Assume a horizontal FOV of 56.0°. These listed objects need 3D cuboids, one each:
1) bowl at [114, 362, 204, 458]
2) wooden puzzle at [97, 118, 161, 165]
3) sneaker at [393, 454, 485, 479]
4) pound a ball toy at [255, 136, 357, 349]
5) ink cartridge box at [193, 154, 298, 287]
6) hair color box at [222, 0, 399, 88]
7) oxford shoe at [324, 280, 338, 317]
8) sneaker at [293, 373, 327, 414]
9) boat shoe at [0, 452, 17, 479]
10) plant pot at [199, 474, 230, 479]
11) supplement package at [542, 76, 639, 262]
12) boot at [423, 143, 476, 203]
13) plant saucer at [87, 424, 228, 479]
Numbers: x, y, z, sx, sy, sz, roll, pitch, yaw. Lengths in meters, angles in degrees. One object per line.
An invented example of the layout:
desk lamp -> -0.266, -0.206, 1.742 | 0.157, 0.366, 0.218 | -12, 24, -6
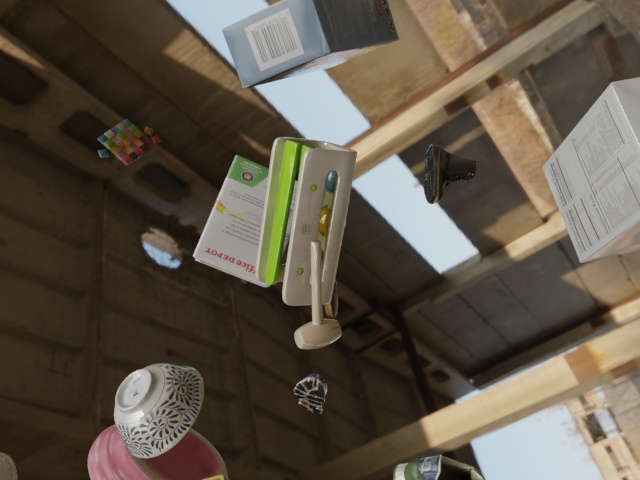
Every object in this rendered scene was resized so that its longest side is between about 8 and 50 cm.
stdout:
bowl -> -0.286, 0.266, 1.004 | 0.080, 0.170, 0.170 | 53, -163, -39
wooden puzzle -> -0.242, -0.124, 0.755 | 0.049, 0.006, 0.083 | 43, -129, -2
sneaker -> 0.197, 0.347, 0.809 | 0.192, 0.086, 0.064 | 34, -139, -13
pound a ball toy -> 0.000, 0.000, 1.034 | 0.136, 0.318, 0.208 | -1, -163, -31
ink cartridge box -> -0.176, -0.044, 1.519 | 0.202, 0.278, 0.117 | 23, 173, -10
hair color box -> -0.001, -0.395, 1.158 | 0.374, 0.186, 0.113 | -40, -66, -57
oxford shoe -> 0.001, 0.124, 1.748 | 0.076, 0.076, 0.212 | -4, -101, -72
sneaker -> -0.016, 0.315, 1.289 | 0.170, 0.068, 0.071 | 95, -166, -60
boat shoe -> -0.644, 0.554, 1.116 | 0.117, 0.096, 0.324 | 12, -147, -24
plant pot -> -0.175, 0.527, 0.957 | 0.187, 0.212, 0.212 | 39, -139, -28
supplement package -> 0.526, -0.113, 0.963 | 0.262, 0.200, 0.197 | 96, 161, -69
boot -> 0.346, -0.164, 1.568 | 0.137, 0.076, 0.197 | 16, -127, -7
plant saucer -> -0.330, 0.494, 1.307 | 0.332, 0.084, 0.332 | 32, -173, -5
